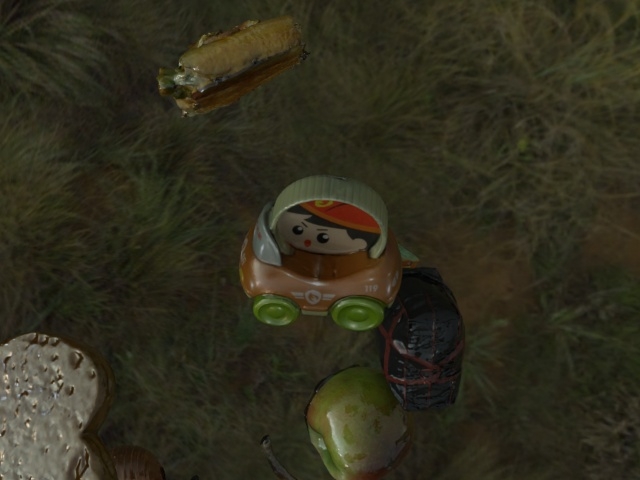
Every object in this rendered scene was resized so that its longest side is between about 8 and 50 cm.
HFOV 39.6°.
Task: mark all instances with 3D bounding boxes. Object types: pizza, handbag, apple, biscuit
[{"bbox_3d":[-0.091,-0.179,0.891,0.147,0.226,0.069,-26,96,-2],"label":"pizza"},{"bbox_3d":[0.172,0.170,1.524,0.155,0.169,0.215,-5,123,-4],"label":"handbag"},{"bbox_3d":[0.079,0.327,1.597,0.188,0.174,0.207,-21,87,-24],"label":"apple"},{"bbox_3d":[-0.256,0.215,0.722,0.208,0.041,0.290,19,82,26],"label":"biscuit"}]

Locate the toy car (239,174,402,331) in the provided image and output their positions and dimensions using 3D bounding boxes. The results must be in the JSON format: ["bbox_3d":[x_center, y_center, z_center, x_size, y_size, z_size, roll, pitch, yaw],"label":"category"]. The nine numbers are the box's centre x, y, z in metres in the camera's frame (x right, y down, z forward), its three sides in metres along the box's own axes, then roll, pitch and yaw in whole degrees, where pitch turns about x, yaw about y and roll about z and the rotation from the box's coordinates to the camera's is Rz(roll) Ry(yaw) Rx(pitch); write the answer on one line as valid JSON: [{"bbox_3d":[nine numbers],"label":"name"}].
[{"bbox_3d":[0.000,0.000,1.192,0.235,0.235,0.145,23,45,-19],"label":"toy car"}]

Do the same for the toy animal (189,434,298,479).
[{"bbox_3d":[-0.012,0.344,1.084,0.260,0.243,0.087,43,45,-19],"label":"toy animal"}]

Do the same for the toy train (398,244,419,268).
[{"bbox_3d":[0.103,0.029,1.704,0.099,0.188,0.072,3,118,-57],"label":"toy train"}]

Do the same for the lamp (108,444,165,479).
[{"bbox_3d":[-0.322,0.407,1.476,0.136,0.136,0.136,1,88,-21],"label":"lamp"}]
